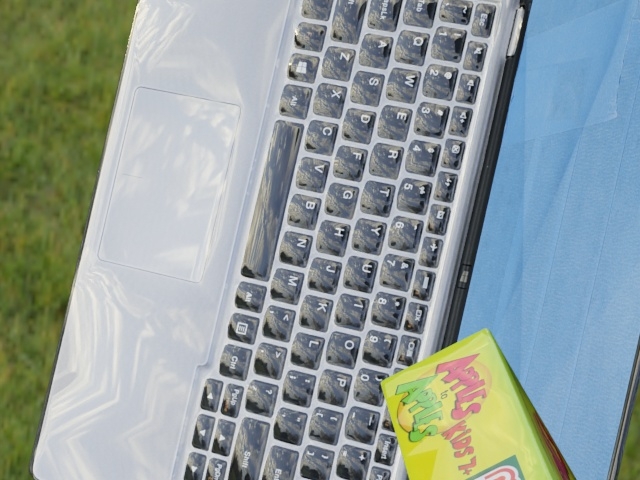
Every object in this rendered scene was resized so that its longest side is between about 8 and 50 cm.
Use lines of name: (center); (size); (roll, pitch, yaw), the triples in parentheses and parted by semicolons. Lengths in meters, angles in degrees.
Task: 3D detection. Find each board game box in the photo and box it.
board game box: (0.086, 0.127, 0.544); (0.043, 0.181, 0.092); (-28, 30, 8)

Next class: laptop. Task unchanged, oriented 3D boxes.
laptop: (0.000, 0.000, 0.873); (0.408, 0.382, 0.236); (13, -2, 21)
